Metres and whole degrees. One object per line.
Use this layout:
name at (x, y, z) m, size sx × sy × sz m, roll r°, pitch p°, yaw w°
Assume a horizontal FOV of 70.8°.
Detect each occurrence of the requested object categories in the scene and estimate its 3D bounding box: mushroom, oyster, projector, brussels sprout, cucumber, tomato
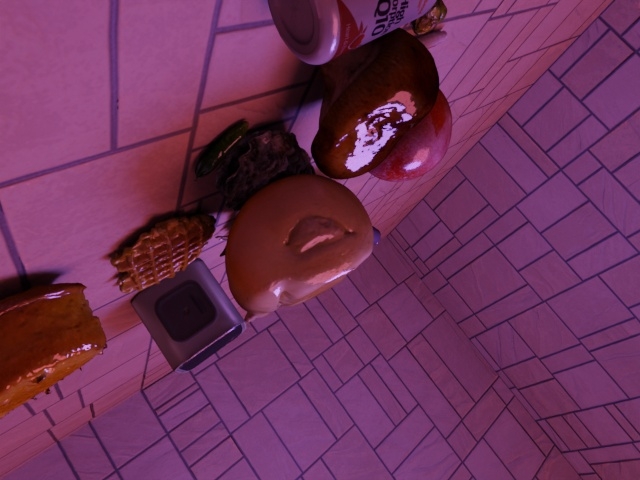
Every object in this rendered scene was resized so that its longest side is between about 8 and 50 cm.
mushroom at (0.082, -0.306, 0.915) m, size 0.346 × 0.259 × 0.345 m, roll -52°, pitch -168°, yaw 16°
oyster at (-0.112, -0.159, 1.017) m, size 0.267 × 0.112 × 0.199 m, roll -31°, pitch 157°, yaw -31°
projector at (-0.403, 0.241, 1.414) m, size 0.248 × 0.249 × 0.249 m, roll -34°, pitch 169°, yaw -16°
brussels sprout at (0.244, -0.501, 1.013) m, size 0.083 × 0.046 × 0.051 m, roll -33°, pitch 176°, yaw 28°
cucumber at (-0.206, -0.180, 0.909) m, size 0.168 × 0.039 × 0.039 m, roll -43°, pitch 168°, yaw 11°
tomato at (0.210, -0.283, 1.160) m, size 0.227 × 0.270 × 0.270 m, roll 3°, pitch 141°, yaw -46°

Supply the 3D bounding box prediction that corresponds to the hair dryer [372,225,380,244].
hair dryer at (0.000, 0.000, 1.513) m, size 0.361 × 0.121 × 0.301 m, roll -27°, pitch 150°, yaw 29°

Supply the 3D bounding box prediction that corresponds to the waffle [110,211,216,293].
waffle at (-0.392, 0.034, 1.126) m, size 0.281 × 0.058 × 0.301 m, roll -24°, pitch 162°, yaw -48°

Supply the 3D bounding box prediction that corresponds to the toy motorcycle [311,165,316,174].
toy motorcycle at (-0.066, -0.087, 1.311) m, size 0.124 × 0.187 × 0.275 m, roll -24°, pitch 163°, yaw -50°

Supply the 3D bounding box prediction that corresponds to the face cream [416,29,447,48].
face cream at (0.269, -0.495, 1.116) m, size 0.130 × 0.034 × 0.034 m, roll -32°, pitch 167°, yaw -29°

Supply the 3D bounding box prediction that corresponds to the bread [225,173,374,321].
bread at (-0.061, 0.010, 1.038) m, size 0.347 × 0.253 × 0.376 m, roll -22°, pitch 172°, yaw -11°

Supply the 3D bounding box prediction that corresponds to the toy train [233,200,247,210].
toy train at (-0.153, -0.117, 1.202) m, size 0.132 × 0.083 × 0.200 m, roll -34°, pitch 169°, yaw -33°

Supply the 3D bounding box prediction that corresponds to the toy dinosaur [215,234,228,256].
toy dinosaur at (-0.217, 0.039, 1.340) m, size 0.327 × 0.206 × 0.113 m, roll -19°, pitch -125°, yaw 65°

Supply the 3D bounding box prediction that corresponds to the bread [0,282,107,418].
bread at (-0.608, 0.224, 0.865) m, size 0.340 × 0.194 × 0.179 m, roll -34°, pitch 175°, yaw -3°

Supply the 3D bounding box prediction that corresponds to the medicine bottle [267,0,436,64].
medicine bottle at (0.075, -0.385, 0.661) m, size 0.288 × 0.157 × 0.157 m, roll -33°, pitch 168°, yaw -20°
